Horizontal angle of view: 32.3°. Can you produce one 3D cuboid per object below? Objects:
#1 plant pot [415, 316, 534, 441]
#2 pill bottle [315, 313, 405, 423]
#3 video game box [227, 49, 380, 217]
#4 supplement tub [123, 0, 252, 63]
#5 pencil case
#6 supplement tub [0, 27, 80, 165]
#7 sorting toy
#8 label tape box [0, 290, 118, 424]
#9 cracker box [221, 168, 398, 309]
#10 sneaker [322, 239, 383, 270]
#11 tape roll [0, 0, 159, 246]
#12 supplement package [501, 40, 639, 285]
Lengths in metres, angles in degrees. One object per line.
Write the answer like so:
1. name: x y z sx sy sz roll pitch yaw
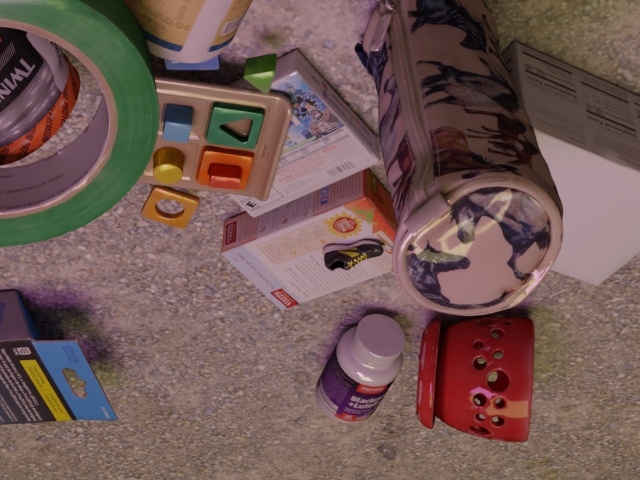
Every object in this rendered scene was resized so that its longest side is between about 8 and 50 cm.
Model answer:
1. plant pot: 0.239 0.207 1.702 0.174 0.191 0.191 6 142 9
2. pill bottle: 0.067 0.201 1.752 0.108 0.108 0.193 10 141 -12
3. video game box: -0.059 -0.128 1.389 0.205 0.048 0.187 -22 137 26
4. supplement tub: -0.122 -0.292 1.103 0.144 0.144 0.199 16 139 -19
5. pencil case: 0.130 -0.109 1.121 0.183 0.410 0.160 30 122 -26
6. supplement tub: -0.407 -0.230 1.148 0.193 0.193 0.316 -19 138 23
7. sorting toy: -0.145 -0.113 1.336 0.196 0.047 0.347 10 139 -8
8. label tape box: -0.506 0.191 1.749 0.334 0.106 0.240 -4 141 5
9. cracker box: 0.000 0.000 1.533 0.232 0.067 0.156 -21 136 23
10. sneaker: 0.044 0.024 1.479 0.083 0.035 0.031 -8 141 10
11. tape roll: -0.320 -0.134 1.076 0.321 0.077 0.321 -9 134 -9
12. supplement package: 0.292 -0.086 1.359 0.262 0.145 0.204 19 138 -21
